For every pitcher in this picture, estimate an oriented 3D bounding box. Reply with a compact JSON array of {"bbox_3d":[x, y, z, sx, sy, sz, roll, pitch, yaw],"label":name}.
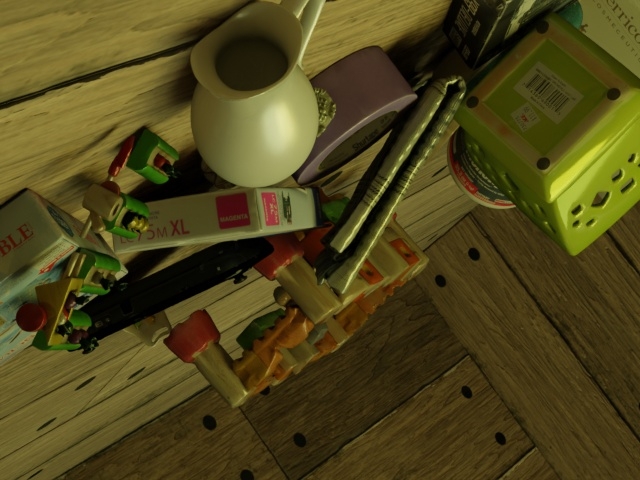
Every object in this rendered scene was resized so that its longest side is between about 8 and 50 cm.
[{"bbox_3d":[-0.048,-0.153,1.239,0.178,0.125,0.207,-49,166,-19],"label":"pitcher"}]

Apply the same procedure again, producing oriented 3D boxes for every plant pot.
[{"bbox_3d":[0.322,-0.153,1.711,0.227,0.228,0.207,-45,151,3],"label":"plant pot"}]

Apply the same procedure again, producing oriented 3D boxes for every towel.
[{"bbox_3d":[0.078,-0.082,1.765,0.324,0.056,0.312,-60,-174,2],"label":"towel"}]

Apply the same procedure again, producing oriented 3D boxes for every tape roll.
[{"bbox_3d":[0.025,-0.156,1.628,0.189,0.080,0.189,-36,172,-6],"label":"tape roll"}]

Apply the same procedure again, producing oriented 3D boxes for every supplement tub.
[{"bbox_3d":[0.350,-0.184,2.244,0.191,0.191,0.272,-32,172,-24],"label":"supplement tub"}]

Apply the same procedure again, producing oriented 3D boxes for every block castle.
[{"bbox_3d":[-0.037,0.070,2.144,0.303,0.213,0.453,-45,168,26],"label":"block castle"}]

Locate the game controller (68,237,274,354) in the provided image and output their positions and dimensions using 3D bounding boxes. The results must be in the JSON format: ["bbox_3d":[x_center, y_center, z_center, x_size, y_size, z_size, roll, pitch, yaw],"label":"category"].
[{"bbox_3d":[-0.217,0.077,1.837,0.319,0.067,0.166,-24,175,20],"label":"game controller"}]

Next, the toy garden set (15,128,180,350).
[{"bbox_3d":[-0.211,0.007,1.286,0.244,0.049,0.204,-63,174,-2],"label":"toy garden set"}]

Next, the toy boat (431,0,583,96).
[{"bbox_3d":[0.324,-0.280,1.932,0.267,0.148,0.318,-42,170,38],"label":"toy boat"}]

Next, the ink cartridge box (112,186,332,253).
[{"bbox_3d":[-0.112,-0.029,1.599,0.185,0.065,0.311,-8,178,16],"label":"ink cartridge box"}]

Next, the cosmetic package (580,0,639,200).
[{"bbox_3d":[0.604,-0.323,2.229,0.327,0.329,0.394,-32,171,-25],"label":"cosmetic package"}]

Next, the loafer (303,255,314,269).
[{"bbox_3d":[0.000,0.000,2.465,0.220,0.080,0.078,-40,171,29],"label":"loafer"}]

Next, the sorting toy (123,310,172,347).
[{"bbox_3d":[-0.274,0.129,2.059,0.083,0.075,0.045,-38,172,17],"label":"sorting toy"}]

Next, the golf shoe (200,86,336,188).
[{"bbox_3d":[-0.066,-0.128,1.532,0.176,0.069,0.086,-30,-171,-4],"label":"golf shoe"}]

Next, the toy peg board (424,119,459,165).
[{"bbox_3d":[0.210,-0.226,2.109,0.161,0.079,0.161,-50,179,-19],"label":"toy peg board"}]

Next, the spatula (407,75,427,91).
[{"bbox_3d":[0.074,-0.176,1.979,0.242,0.019,0.168,-38,178,20],"label":"spatula"}]

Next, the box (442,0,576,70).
[{"bbox_3d":[0.314,-0.364,1.642,0.307,0.076,0.242,-34,172,-10],"label":"box"}]

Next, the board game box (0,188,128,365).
[{"bbox_3d":[-0.379,0.086,1.369,0.318,0.066,0.318,-36,172,-3],"label":"board game box"}]
